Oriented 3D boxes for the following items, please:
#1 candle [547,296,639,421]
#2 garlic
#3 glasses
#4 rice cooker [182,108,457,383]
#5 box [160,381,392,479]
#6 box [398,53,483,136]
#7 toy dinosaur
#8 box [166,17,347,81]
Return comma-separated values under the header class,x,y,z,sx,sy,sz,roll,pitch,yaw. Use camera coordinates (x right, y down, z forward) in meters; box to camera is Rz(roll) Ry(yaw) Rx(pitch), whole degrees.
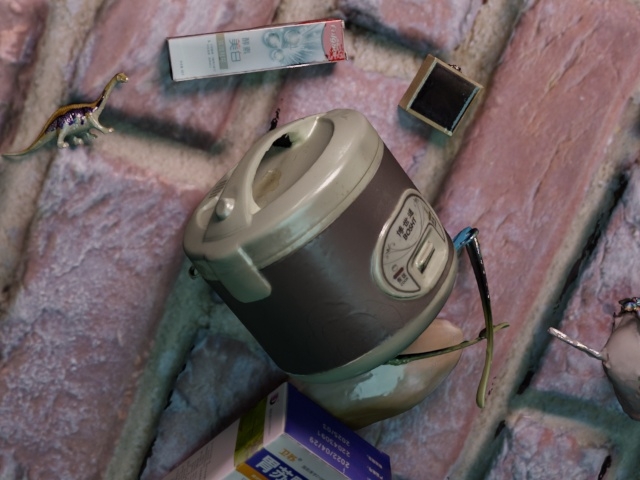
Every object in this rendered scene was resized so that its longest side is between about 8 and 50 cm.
class,x,y,z,sx,sy,sz,roll,pitch,yaw
candle,0.492,0.167,1.437,0.330,0.187,0.187,1,108,-10
garlic,0.049,0.198,1.403,0.318,0.112,0.143,-31,115,12
glasses,0.167,0.113,1.351,0.239,0.102,0.207,-49,125,-31
rice cooker,0.000,-0.002,1.225,0.288,0.288,0.277,-36,111,2
box,-0.077,0.354,1.378,0.200,0.106,0.299,40,114,-21
box,0.157,-0.189,1.316,0.079,0.035,0.083,26,102,-19
toy dinosaur,-0.302,-0.136,1.240,0.180,0.037,0.058,-33,89,-7
box,-0.079,-0.235,1.248,0.218,0.039,0.055,-9,109,-9
